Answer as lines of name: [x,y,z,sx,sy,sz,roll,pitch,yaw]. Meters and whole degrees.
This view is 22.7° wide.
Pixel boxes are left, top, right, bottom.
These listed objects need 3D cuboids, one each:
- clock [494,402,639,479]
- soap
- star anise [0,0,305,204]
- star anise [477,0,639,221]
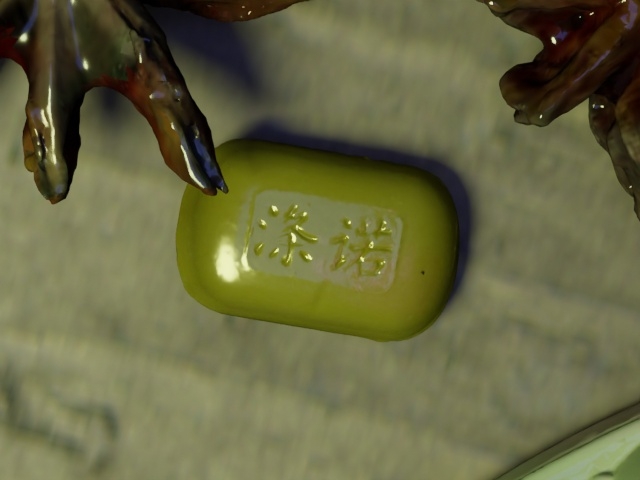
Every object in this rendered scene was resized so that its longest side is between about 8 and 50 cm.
clock: [0.221,0.190,0.771,0.324,0.108,0.265,-33,94,-5]
soap: [0.000,0.000,0.775,0.140,0.045,0.089,10,93,-6]
star anise: [-0.124,-0.127,0.737,0.288,0.088,0.288,1,76,-3]
star anise: [0.174,-0.128,0.772,0.214,0.099,0.220,40,82,-19]
